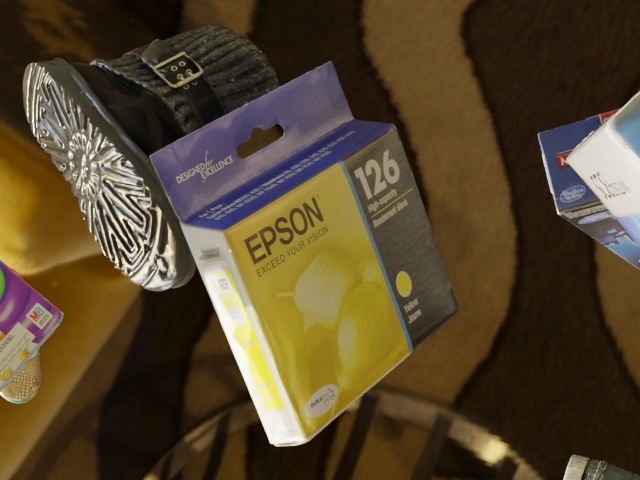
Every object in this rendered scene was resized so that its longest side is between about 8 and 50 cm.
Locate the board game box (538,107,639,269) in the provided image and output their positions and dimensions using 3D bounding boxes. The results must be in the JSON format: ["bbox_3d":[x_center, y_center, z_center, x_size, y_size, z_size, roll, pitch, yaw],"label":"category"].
[{"bbox_3d":[0.258,-0.037,0.998,0.194,0.194,0.060,-15,68,12],"label":"board game box"}]

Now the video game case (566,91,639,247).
[{"bbox_3d":[0.216,0.044,0.644,0.061,0.244,0.269,-39,86,5],"label":"video game case"}]

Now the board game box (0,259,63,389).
[{"bbox_3d":[-0.400,0.038,1.475,0.275,0.144,0.142,41,79,-4],"label":"board game box"}]

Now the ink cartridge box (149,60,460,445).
[{"bbox_3d":[0.000,0.000,1.531,0.072,0.303,0.307,-8,108,41],"label":"ink cartridge box"}]

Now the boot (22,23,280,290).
[{"bbox_3d":[-0.144,-0.107,1.669,0.348,0.260,0.131,55,142,30],"label":"boot"}]

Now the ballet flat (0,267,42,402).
[{"bbox_3d":[-0.372,0.105,1.809,0.073,0.206,0.067,4,125,-28],"label":"ballet flat"}]

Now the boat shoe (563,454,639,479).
[{"bbox_3d":[0.286,0.391,1.604,0.099,0.116,0.319,9,94,15],"label":"boat shoe"}]
